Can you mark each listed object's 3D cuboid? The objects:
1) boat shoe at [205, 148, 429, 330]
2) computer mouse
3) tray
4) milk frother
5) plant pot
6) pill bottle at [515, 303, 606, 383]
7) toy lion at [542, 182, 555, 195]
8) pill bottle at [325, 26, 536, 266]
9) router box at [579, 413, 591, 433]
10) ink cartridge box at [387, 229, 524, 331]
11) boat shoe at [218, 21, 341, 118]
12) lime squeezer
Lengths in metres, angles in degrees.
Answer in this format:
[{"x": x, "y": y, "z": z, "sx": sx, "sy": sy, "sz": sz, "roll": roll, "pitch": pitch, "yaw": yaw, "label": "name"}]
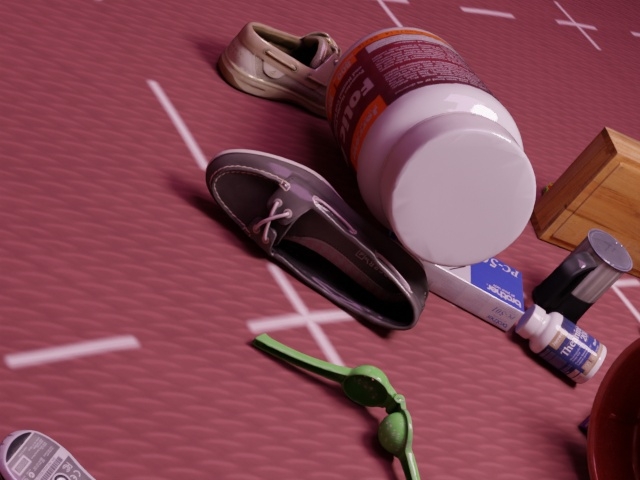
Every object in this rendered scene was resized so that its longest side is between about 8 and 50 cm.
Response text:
[{"x": 0.000, "y": 0.000, "z": 1.578, "sx": 0.335, "sy": 0.112, "sz": 0.095, "roll": 33, "pitch": 28, "yaw": -15, "label": "boat shoe"}, {"x": -0.216, "y": 0.246, "z": 1.125, "sx": 0.193, "sy": 0.042, "sz": 0.106, "roll": 42, "pitch": 37, "yaw": -4, "label": "computer mouse"}, {"x": 0.573, "y": -0.030, "z": 2.089, "sx": 0.410, "sy": 0.203, "sz": 0.076, "roll": 19, "pitch": 38, "yaw": -28, "label": "tray"}, {"x": 0.400, "y": 0.084, "z": 1.841, "sx": 0.143, "sy": 0.135, "sz": 0.129, "roll": 44, "pitch": 33, "yaw": 9, "label": "milk frother"}, {"x": 0.525, "y": 0.265, "z": 1.567, "sx": 0.265, "sy": 0.272, "sz": 0.272, "roll": 14, "pitch": 39, "yaw": -29, "label": "plant pot"}, {"x": 0.338, "y": 0.144, "z": 1.768, "sx": 0.120, "sy": 0.067, "sz": 0.067, "roll": 35, "pitch": 32, "yaw": -4, "label": "pill bottle"}, {"x": 0.431, "y": -0.059, "z": 2.153, "sx": 0.096, "sy": 0.034, "sz": 0.100, "roll": 6, "pitch": 44, "yaw": -30, "label": "toy lion"}, {"x": 0.143, "y": -0.132, "z": 1.699, "sx": 0.224, "sy": 0.224, "sz": 0.392, "roll": 25, "pitch": 19, "yaw": -20, "label": "pill bottle"}, {"x": 0.453, "y": 0.266, "z": 1.745, "sx": 0.133, "sy": 0.046, "sz": 0.179, "roll": 47, "pitch": 34, "yaw": 14, "label": "router box"}, {"x": 0.191, "y": 0.041, "z": 1.773, "sx": 0.207, "sy": 0.046, "sz": 0.097, "roll": 29, "pitch": 34, "yaw": -14, "label": "ink cartridge box"}, {"x": -0.009, "y": -0.263, "z": 1.910, "sx": 0.302, "sy": 0.098, "sz": 0.109, "roll": 10, "pitch": 42, "yaw": -37, "label": "boat shoe"}, {"x": 0.059, "y": 0.205, "z": 1.429, "sx": 0.310, "sy": 0.059, "sz": 0.110, "roll": 50, "pitch": 34, "yaw": 18, "label": "lime squeezer"}]
